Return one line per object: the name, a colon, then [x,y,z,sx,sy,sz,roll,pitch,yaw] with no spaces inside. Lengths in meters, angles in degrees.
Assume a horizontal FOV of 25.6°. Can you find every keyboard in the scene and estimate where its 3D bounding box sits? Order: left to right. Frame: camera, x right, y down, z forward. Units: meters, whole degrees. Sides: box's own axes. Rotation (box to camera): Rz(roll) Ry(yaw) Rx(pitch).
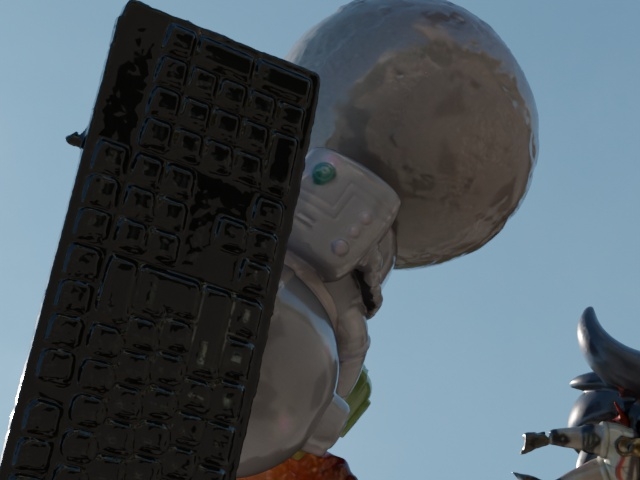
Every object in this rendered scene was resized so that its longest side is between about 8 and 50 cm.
keyboard: [-0.074,0.061,0.543,0.101,0.018,0.309,19,-107,-22]

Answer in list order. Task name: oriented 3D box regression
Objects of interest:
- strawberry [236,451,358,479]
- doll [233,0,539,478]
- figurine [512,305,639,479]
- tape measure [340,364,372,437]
strawberry: [-0.043,0.150,0.684,0.145,0.145,0.086,-3,-53,-36]
doll: [0.000,0.000,0.674,0.287,0.151,0.151,-53,-28,-35]
figurine: [0.318,0.163,1.210,0.175,0.265,0.197,81,-150,-42]
tape measure: [-0.040,0.103,1.218,0.106,0.175,0.200,-47,-63,-9]
